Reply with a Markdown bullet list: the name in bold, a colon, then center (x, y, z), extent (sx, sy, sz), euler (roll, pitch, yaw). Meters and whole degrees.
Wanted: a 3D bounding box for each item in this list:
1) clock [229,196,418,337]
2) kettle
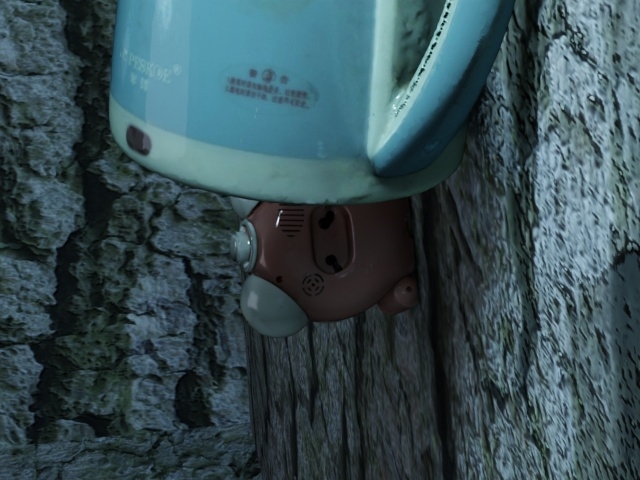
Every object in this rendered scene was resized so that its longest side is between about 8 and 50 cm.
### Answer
- **clock**: center (0.000, 0.000, 1.366), extent (0.093, 0.162, 0.166), euler (133, 132, -77)
- **kettle**: center (0.017, -0.210, 0.967), extent (0.319, 0.247, 0.342), euler (30, 122, 43)
